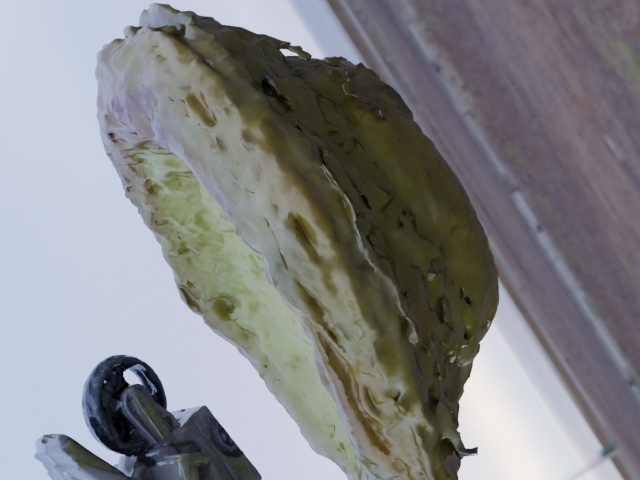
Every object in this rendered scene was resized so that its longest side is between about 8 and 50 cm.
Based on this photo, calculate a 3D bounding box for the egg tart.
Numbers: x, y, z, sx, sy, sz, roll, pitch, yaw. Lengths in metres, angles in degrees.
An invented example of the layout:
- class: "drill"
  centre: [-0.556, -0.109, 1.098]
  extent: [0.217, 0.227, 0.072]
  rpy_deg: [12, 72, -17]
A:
- class: "egg tart"
  centre: [0.000, 0.000, 0.651]
  extent: [0.294, 0.123, 0.294]
  rpy_deg: [50, 166, 18]

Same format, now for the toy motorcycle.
- class: "toy motorcycle"
  centre: [-0.140, 0.277, 1.223]
  extent: [0.340, 0.108, 0.223]
  rpy_deg: [54, -137, -24]
